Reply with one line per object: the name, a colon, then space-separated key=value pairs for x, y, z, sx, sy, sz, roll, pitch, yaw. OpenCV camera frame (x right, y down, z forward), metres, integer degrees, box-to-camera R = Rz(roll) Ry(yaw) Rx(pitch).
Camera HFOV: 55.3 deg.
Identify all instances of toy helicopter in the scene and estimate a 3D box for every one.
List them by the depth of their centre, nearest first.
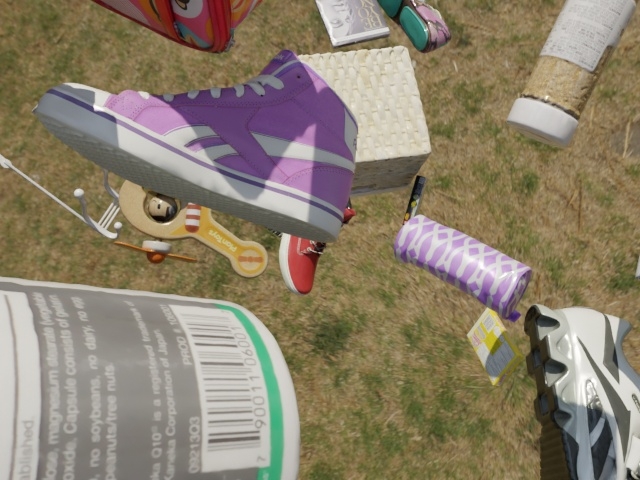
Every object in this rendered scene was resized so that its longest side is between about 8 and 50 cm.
toy helicopter: x=-0.277 y=-0.020 z=1.322 sx=0.355 sy=0.140 sz=0.235 roll=34 pitch=73 yaw=-3

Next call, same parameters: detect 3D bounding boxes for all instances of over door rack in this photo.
over door rack: x=-0.558 y=-0.178 z=1.411 sx=0.108 sy=0.324 sz=0.240 roll=-43 pitch=21 yaw=42

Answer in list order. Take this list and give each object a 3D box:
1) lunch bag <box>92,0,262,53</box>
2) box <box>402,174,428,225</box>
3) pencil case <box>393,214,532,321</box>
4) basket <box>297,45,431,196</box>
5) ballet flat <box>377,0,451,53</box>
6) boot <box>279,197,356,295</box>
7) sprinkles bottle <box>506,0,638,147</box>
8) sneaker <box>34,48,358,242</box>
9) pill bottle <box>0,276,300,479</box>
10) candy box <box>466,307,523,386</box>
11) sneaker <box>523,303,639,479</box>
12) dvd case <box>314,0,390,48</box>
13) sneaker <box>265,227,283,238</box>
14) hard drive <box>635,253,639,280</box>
lunch bag: x=-0.135 y=-0.297 z=0.486 sx=0.258 sy=0.293 sz=0.120 roll=30 pitch=68 yaw=12
box: x=0.253 y=-0.104 z=1.623 sx=0.027 sy=0.094 sz=0.137 roll=17 pitch=97 yaw=14
pencil case: x=0.202 y=0.037 z=0.894 sx=0.206 sy=0.086 sz=0.088 roll=30 pitch=130 yaw=33
basket: x=0.089 y=-0.302 z=1.631 sx=0.328 sy=0.266 sz=0.332 roll=-8 pitch=79 yaw=-9
ballet flat: x=0.171 y=-0.439 z=1.148 sx=0.079 sy=0.077 sz=0.222 roll=-18 pitch=64 yaw=-29
boot: x=0.000 y=0.000 z=1.368 sx=0.176 sy=0.088 sz=0.245 roll=-6 pitch=78 yaw=40
sprinkles bottle: x=0.465 y=-0.350 z=1.094 sx=0.121 sy=0.121 sz=0.356 roll=28 pitch=100 yaw=21
sneaker: x=-0.094 y=-0.113 z=0.557 sx=0.282 sy=0.102 sz=0.161 roll=19 pitch=80 yaw=-25
pill bottle: x=-0.207 y=0.120 z=0.346 sx=0.204 sy=0.361 sz=0.204 roll=-15 pitch=70 yaw=47
candy box: x=0.444 y=0.270 z=1.569 sx=0.027 sy=0.206 sz=0.105 roll=21 pitch=114 yaw=-17
sneaker: x=0.332 y=0.235 z=0.705 sx=0.146 sy=0.122 sz=0.331 roll=2 pitch=70 yaw=2
dvd case: x=0.078 y=-0.631 z=1.665 sx=0.164 sy=0.018 sz=0.221 roll=-15 pitch=72 yaw=-10
sneaker: x=-0.082 y=-0.031 z=1.510 sx=0.064 sy=0.192 sz=0.086 roll=-39 pitch=52 yaw=45
hard drive: x=0.441 y=-0.127 z=0.572 sx=0.047 sy=0.233 sz=0.353 roll=24 pitch=76 yaw=-21
